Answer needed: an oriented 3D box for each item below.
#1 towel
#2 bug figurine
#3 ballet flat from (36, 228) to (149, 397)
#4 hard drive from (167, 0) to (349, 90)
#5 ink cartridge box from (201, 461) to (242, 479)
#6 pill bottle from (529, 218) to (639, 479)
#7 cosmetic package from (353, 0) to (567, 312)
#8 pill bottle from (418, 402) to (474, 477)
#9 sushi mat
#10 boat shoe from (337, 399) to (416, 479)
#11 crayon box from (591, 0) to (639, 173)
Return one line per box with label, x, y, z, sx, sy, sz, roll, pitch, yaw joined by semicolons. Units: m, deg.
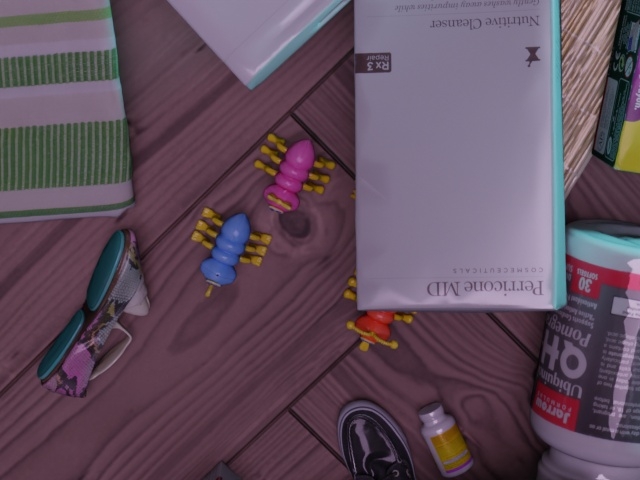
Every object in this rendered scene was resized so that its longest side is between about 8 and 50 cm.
towel;-0.338;-0.165;1.756;0.248;0.038;0.324;-4;119;4
bug figurine;0.000;0.000;1.822;0.279;0.072;0.216;20;101;-4
ballet flat;-0.247;0.088;1.847;0.079;0.077;0.221;24;107;-24
hard drive;-0.104;-0.361;1.659;0.233;0.047;0.353;-43;79;4
ink cartridge box;-0.150;0.346;1.877;0.150;0.109;0.063;-44;100;8
pill bottle;0.331;0.147;1.802;0.176;0.176;0.318;8;102;-2
cosmetic package;0.149;-0.113;1.696;0.217;0.156;0.384;-3;86;12
pill bottle;0.146;0.234;1.888;0.043;0.043;0.083;-25;102;5
sushi mat;0.264;-0.166;1.814;0.151;0.019;0.316;29;101;-7
boat shoe;0.078;0.300;1.885;0.080;0.076;0.228;-16;102;3
crayon box;0.491;-0.238;1.746;0.313;0.106;0.362;8;103;-8
